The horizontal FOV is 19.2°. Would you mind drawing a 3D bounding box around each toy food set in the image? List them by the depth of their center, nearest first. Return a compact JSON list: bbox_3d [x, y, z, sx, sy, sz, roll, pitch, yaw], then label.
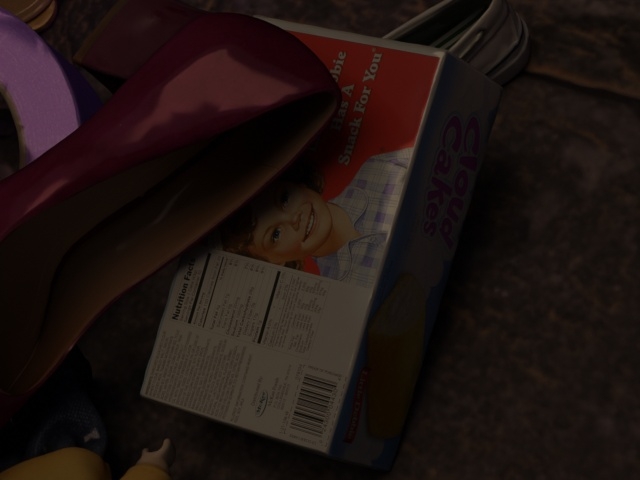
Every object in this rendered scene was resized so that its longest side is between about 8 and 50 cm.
[{"bbox_3d":[-0.247,-0.207,1.562,0.083,0.020,0.082,4,62,28],"label":"toy food set"}]

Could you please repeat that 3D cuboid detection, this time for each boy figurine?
[{"bbox_3d":[-0.165,0.190,1.227,0.177,0.092,0.285,-29,53,7],"label":"boy figurine"}]

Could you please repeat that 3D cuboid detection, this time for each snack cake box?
[{"bbox_3d":[0.000,0.000,1.223,0.152,0.089,0.264,14,85,33],"label":"snack cake box"}]

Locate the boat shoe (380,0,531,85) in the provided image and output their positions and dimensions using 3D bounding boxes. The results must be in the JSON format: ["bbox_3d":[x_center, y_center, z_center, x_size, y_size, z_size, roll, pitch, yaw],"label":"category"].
[{"bbox_3d":[0.038,-0.106,1.325,0.226,0.076,0.083,-36,51,1],"label":"boat shoe"}]

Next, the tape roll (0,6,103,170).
[{"bbox_3d":[-0.288,-0.040,1.379,0.275,0.090,0.274,-3,77,12],"label":"tape roll"}]

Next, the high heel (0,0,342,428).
[{"bbox_3d":[-0.143,0.018,1.167,0.181,0.127,0.377,29,90,41],"label":"high heel"}]
